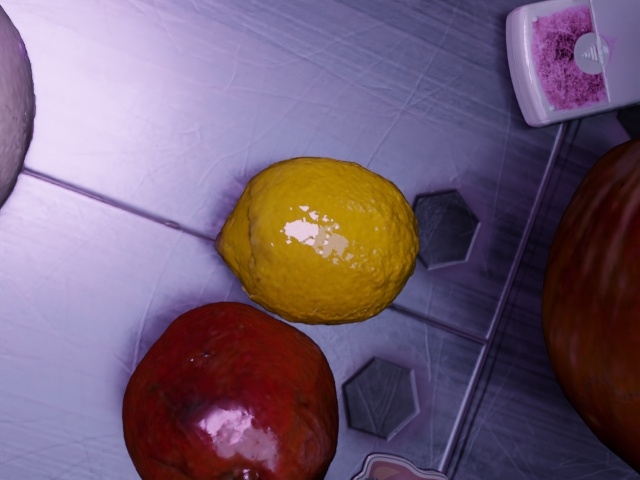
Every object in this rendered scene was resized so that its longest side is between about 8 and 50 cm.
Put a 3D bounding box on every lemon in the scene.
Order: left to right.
[{"bbox_3d":[0.002,0.002,0.946,0.193,0.180,0.180,32,84,2],"label":"lemon"}]

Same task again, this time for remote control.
[{"bbox_3d":[0.384,-0.234,1.102,0.344,0.050,0.145,-13,96,-14],"label":"remote control"}]

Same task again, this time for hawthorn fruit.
[{"bbox_3d":[-0.078,0.181,0.891,0.224,0.261,0.224,-2,99,-11],"label":"hawthorn fruit"}]

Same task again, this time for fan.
[{"bbox_3d":[0.122,0.333,1.080,0.220,0.009,0.132,27,86,-14],"label":"fan"}]

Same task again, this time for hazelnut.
[{"bbox_3d":[0.436,0.073,0.935,0.402,0.429,0.402,-2,108,-6],"label":"hazelnut"}]

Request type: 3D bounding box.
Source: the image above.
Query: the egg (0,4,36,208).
[{"bbox_3d":[-0.413,-0.119,0.818,0.337,0.201,0.337,-1,95,-16],"label":"egg"}]
